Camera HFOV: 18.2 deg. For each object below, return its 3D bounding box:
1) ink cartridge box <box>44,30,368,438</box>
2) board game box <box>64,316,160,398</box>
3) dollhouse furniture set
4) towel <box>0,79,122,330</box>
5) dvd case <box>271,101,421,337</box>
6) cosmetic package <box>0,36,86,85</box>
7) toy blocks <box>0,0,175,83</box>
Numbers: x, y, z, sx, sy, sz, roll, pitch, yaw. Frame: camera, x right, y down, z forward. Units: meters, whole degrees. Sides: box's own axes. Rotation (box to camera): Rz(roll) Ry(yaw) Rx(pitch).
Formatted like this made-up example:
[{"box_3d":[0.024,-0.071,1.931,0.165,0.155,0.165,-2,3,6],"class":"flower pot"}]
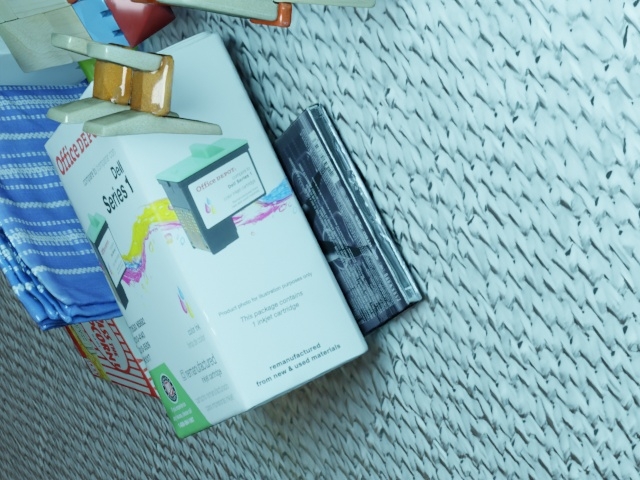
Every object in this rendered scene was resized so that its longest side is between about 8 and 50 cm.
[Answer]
[{"box_3d":[-0.098,0.000,1.592,0.278,0.117,0.201,65,158,3],"class":"ink cartridge box"},{"box_3d":[-0.217,0.079,2.040,0.147,0.045,0.193,61,159,-16],"class":"board game box"},{"box_3d":[-0.080,-0.199,1.364,0.259,0.135,0.262,19,107,61],"class":"dollhouse furniture set"},{"box_3d":[-0.239,-0.074,1.771,0.040,0.243,0.336,-40,73,29],"class":"towel"},{"box_3d":[0.000,0.000,1.556,0.164,0.018,0.221,62,157,5],"class":"dvd case"},{"box_3d":[-0.297,-0.187,1.720,0.060,0.239,0.099,-33,72,35],"class":"cosmetic package"},{"box_3d":[-0.215,-0.288,1.558,0.261,0.191,0.381,-2,122,56],"class":"toy blocks"}]
